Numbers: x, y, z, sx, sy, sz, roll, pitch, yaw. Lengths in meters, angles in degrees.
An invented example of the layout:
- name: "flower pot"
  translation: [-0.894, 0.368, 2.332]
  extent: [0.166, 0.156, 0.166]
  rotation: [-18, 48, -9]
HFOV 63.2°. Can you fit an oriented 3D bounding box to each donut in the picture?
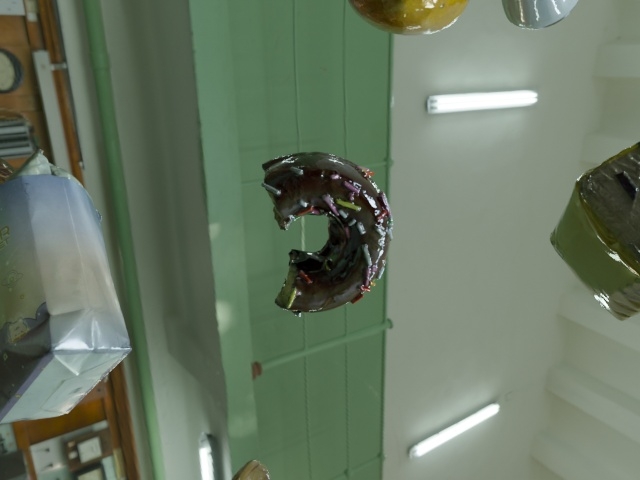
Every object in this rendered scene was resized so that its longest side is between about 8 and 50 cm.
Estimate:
- name: "donut"
  translation: [0.023, -0.007, 1.059]
  extent: [0.136, 0.259, 0.345]
  rotation: [-104, -171, -67]

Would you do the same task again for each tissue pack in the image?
- name: "tissue pack"
  translation: [0.445, 0.001, 0.750]
  extent: [0.192, 0.134, 0.271]
  rotation: [56, 5, 22]

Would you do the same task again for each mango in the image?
- name: "mango"
  translation: [0.118, -0.368, 0.753]
  extent: [0.187, 0.257, 0.138]
  rotation: [36, -54, 2]

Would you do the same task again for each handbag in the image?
- name: "handbag"
  translation: [-0.201, 0.031, 0.387]
  extent: [0.117, 0.095, 0.173]
  rotation: [-40, -120, 29]

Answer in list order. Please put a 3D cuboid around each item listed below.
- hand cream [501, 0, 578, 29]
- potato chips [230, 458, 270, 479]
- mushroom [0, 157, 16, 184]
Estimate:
- name: "hand cream"
  translation: [0.272, -0.454, 0.715]
  extent: [0.117, 0.358, 0.186]
  rotation: [-15, -124, 28]
- name: "potato chips"
  translation: [-0.136, 0.470, 0.857]
  extent: [0.061, 0.195, 0.208]
  rotation: [-2, -79, 16]
- name: "mushroom"
  translation: [-0.695, -0.069, 0.940]
  extent: [0.278, 0.297, 0.163]
  rotation: [48, -45, 25]
